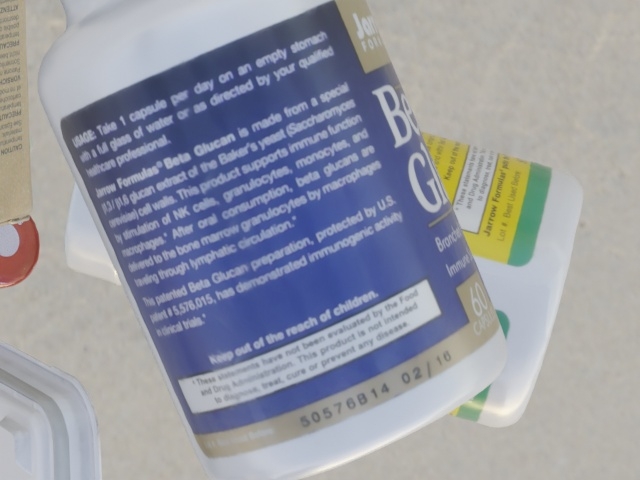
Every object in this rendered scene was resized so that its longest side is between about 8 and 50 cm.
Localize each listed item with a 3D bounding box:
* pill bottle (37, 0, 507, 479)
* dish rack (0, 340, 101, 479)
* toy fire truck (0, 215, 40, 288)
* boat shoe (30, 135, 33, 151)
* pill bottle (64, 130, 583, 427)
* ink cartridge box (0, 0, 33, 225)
[{"bbox_3d":[-0.021,-0.026,0.479,0.094,0.094,0.169,-23,95,6],"label":"pill bottle"},{"bbox_3d":[-0.334,0.252,1.777,0.072,0.333,0.285,-9,106,-35],"label":"dish rack"},{"bbox_3d":[-0.459,-0.038,1.821,0.169,0.302,0.253,-14,99,45],"label":"toy fire truck"},{"bbox_3d":[-0.288,-0.055,1.332,0.137,0.049,0.043,-22,177,-32],"label":"boat shoe"},{"bbox_3d":[0.000,0.000,0.759,0.208,0.117,0.117,15,125,4],"label":"pill bottle"},{"bbox_3d":[-0.260,-0.085,0.927,0.088,0.235,0.193,11,108,27],"label":"ink cartridge box"}]
